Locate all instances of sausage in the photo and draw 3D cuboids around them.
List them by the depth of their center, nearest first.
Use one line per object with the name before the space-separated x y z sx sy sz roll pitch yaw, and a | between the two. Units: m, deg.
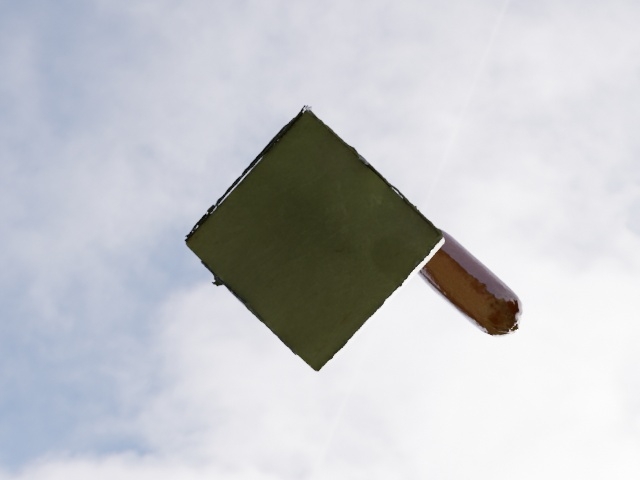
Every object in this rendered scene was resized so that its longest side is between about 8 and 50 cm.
sausage | 0.189 0.055 1.257 0.076 0.197 0.076 -26 -41 -25

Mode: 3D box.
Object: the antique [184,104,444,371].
antique | 0.000 0.000 0.769 0.152 0.148 0.146 44 -85 8
